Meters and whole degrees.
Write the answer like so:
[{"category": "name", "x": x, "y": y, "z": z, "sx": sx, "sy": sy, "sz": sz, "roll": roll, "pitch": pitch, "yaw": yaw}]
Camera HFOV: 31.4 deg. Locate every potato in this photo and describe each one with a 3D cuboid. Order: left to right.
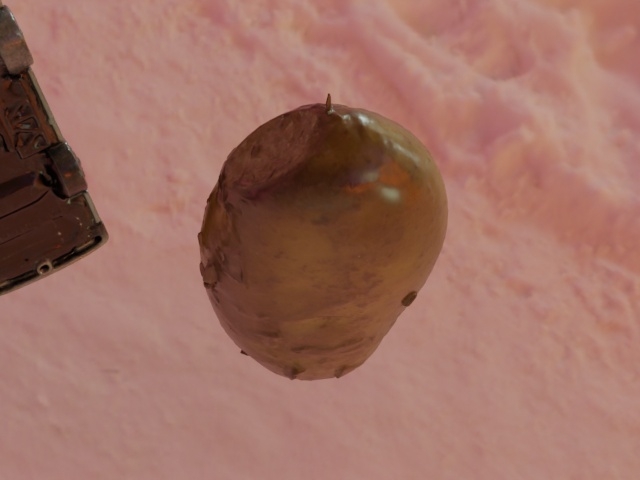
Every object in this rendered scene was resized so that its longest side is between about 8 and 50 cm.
[{"category": "potato", "x": 0.000, "y": 0.000, "z": 0.698, "sx": 0.149, "sy": 0.251, "sz": 0.113, "roll": -2, "pitch": 54, "yaw": -5}]

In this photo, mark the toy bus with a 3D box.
[{"category": "toy bus", "x": -0.285, "y": -0.103, "z": 0.920, "sx": 0.133, "sy": 0.271, "sz": 0.165, "roll": -26, "pitch": 44, "yaw": -12}]
